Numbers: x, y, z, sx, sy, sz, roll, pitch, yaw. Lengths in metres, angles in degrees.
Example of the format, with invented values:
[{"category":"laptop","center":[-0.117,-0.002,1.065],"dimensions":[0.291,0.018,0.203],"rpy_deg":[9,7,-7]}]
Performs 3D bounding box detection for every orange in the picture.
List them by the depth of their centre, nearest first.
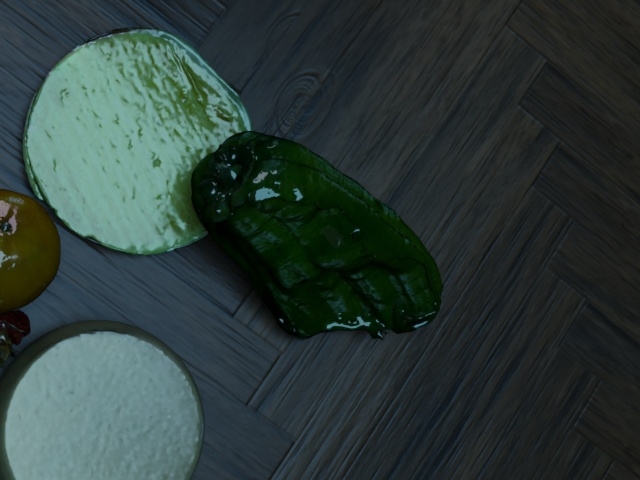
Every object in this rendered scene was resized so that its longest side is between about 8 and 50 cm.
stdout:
[{"category":"orange","center":[-0.390,0.009,1.573],"dimensions":[0.156,0.124,0.156],"rpy_deg":[7,65,-16]}]

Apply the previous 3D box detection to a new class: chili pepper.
[{"category":"chili pepper","center":[-0.004,-0.006,1.687],"dimensions":[0.385,0.213,0.167],"rpy_deg":[40,38,-36]}]

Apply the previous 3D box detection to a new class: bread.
[{"category":"bread","center":[-0.233,-0.122,1.685],"dimensions":[0.301,0.045,0.301],"rpy_deg":[1,87,-19]}]

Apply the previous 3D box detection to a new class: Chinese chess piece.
[{"category":"Chinese chess piece","center":[-0.277,0.232,1.616],"dimensions":[0.273,0.102,0.273],"rpy_deg":[2,85,-20]}]

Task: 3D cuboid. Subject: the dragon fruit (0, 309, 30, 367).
[{"category":"dragon fruit","center":[-0.451,0.122,1.596],"dimensions":[0.192,0.122,0.092],"rpy_deg":[-8,128,-22]}]
